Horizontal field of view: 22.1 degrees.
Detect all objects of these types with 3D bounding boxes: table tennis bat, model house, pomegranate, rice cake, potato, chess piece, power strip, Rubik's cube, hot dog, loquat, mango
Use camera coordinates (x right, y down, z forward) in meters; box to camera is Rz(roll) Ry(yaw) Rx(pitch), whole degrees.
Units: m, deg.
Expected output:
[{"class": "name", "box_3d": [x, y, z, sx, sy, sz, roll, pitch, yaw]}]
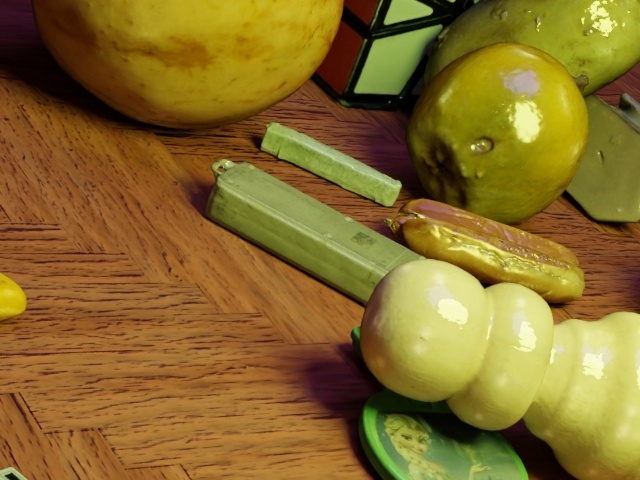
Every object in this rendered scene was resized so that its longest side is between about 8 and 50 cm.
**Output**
[{"class": "table tennis bat", "box_3d": [0.092, 0.159, 1.456, 0.160, 0.039, 0.257, 8, 32, -32]}, {"class": "model house", "box_3d": [0.388, -0.110, 2.110, 0.188, 0.122, 0.229, 0, 35, -46]}, {"class": "pomegranate", "box_3d": [-0.177, -0.306, 1.782, 0.410, 0.410, 0.410, 18, 26, -9]}, {"class": "rice cake", "box_3d": [0.011, -0.086, 1.864, 0.171, 0.033, 0.029, 25, 30, 4]}, {"class": "potato", "box_3d": [0.270, -0.243, 2.042, 0.173, 0.307, 0.210, 61, 9, -16]}, {"class": "chess piece", "box_3d": [0.180, 0.107, 1.442, 0.300, 0.167, 0.167, 22, 25, -15]}, {"class": "power strip", "box_3d": [0.000, 0.000, 1.670, 0.272, 0.052, 0.078, 28, 26, 14]}, {"class": "Rubik's cube", "box_3d": [0.105, -0.358, 2.173, 0.288, 0.293, 0.283, 0, 36, -41]}, {"class": "hot dog", "box_3d": [0.176, 0.013, 1.771, 0.236, 0.062, 0.092, 20, 26, -11]}, {"class": "loquat", "box_3d": [0.220, -0.132, 1.894, 0.246, 0.213, 0.213, -34, 56, -30]}, {"class": "mango", "box_3d": [-0.284, 0.047, 1.368, 0.089, 0.046, 0.060, 16, 26, -43]}]

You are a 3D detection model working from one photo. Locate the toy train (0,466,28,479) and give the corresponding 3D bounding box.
[{"class": "toy train", "box_3d": [-0.276, 0.200, 1.076, 0.047, 0.043, 0.207, 34, 28, 27]}]
